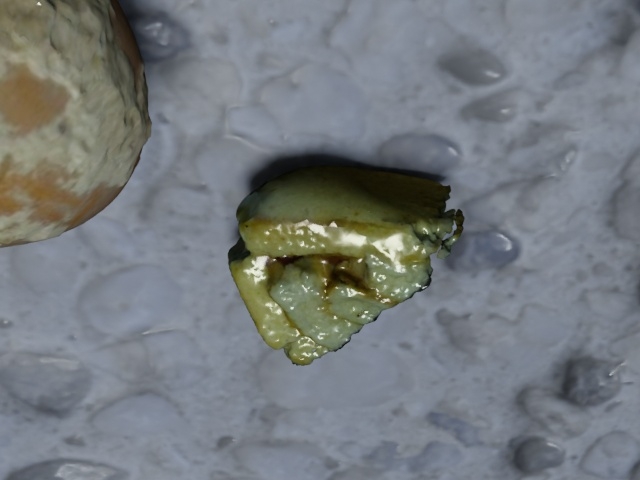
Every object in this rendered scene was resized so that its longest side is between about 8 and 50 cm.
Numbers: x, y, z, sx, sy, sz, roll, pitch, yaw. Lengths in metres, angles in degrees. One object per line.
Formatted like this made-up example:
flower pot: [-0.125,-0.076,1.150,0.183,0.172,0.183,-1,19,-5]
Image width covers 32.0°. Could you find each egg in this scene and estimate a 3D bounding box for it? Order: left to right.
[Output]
egg: [-0.194,-0.089,0.581,0.195,0.195,0.233,-40,139,19]

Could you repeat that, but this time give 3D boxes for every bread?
bread: [0.003,-0.005,0.730,0.156,0.103,0.110,-40,109,13]
